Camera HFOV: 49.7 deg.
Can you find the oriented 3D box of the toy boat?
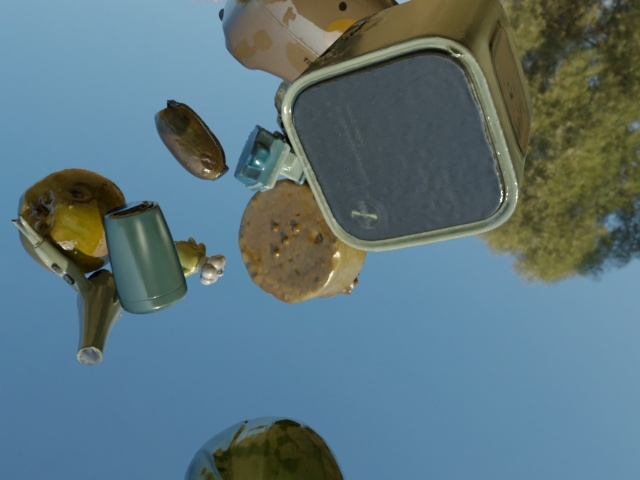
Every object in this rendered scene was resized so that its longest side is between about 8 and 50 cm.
[{"bbox_3d":[-0.067,-0.106,1.006,0.102,0.088,0.215,25,179,-13],"label":"toy boat"}]

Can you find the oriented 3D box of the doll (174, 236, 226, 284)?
[{"bbox_3d":[-0.312,0.053,1.728,0.162,0.062,0.106,23,-112,19],"label":"doll"}]

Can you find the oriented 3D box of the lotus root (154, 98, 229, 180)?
[{"bbox_3d":[-0.343,-0.259,1.827,0.241,0.123,0.124,55,-161,-11],"label":"lotus root"}]

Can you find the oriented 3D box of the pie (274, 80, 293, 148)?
[{"bbox_3d":[-0.033,-0.280,1.754,0.055,0.274,0.274,-29,-121,-25],"label":"pie"}]

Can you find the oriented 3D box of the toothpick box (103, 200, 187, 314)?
[{"bbox_3d":[-0.309,0.025,1.202,0.120,0.184,0.120,-10,-162,3],"label":"toothpick box"}]

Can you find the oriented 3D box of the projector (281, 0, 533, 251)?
[{"bbox_3d":[0.126,-0.161,0.894,0.248,0.248,0.249,66,-150,-24],"label":"projector"}]

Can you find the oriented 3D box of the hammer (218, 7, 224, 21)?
[{"bbox_3d":[-0.088,-0.650,1.468,0.044,0.440,0.168,41,-133,0],"label":"hammer"}]

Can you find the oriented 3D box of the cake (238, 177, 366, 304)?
[{"bbox_3d":[-0.004,-0.007,1.814,0.332,0.332,0.321,42,-157,22],"label":"cake"}]

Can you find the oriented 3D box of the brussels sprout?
[{"bbox_3d":[-0.087,0.471,1.191,0.275,0.315,0.371,-14,-154,-14],"label":"brussels sprout"}]

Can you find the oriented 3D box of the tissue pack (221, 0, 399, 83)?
[{"bbox_3d":[0.016,-0.432,1.403,0.387,0.277,0.267,33,-144,-31],"label":"tissue pack"}]

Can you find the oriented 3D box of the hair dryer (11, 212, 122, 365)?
[{"bbox_3d":[-0.444,0.101,1.221,0.267,0.092,0.229,46,-163,-49],"label":"hair dryer"}]

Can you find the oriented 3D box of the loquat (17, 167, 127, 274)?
[{"bbox_3d":[-0.472,-0.032,1.361,0.213,0.213,0.246,41,-177,20],"label":"loquat"}]
